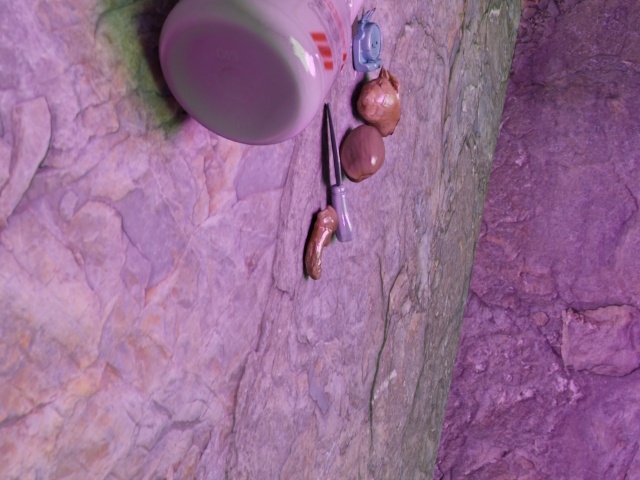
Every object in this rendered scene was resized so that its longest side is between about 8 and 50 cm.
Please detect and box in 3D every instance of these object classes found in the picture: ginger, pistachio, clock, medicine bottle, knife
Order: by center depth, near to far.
[{"bbox_3d":[-0.074,-0.333,1.124,0.256,0.256,0.325,73,31,-42],"label":"medicine bottle"},{"bbox_3d":[-0.001,0.000,1.629,0.069,0.051,0.174,53,55,-64],"label":"ginger"},{"bbox_3d":[0.040,-0.148,1.661,0.080,0.044,0.332,-109,-170,-66],"label":"knife"},{"bbox_3d":[0.100,-0.210,1.737,0.113,0.113,0.149,55,32,-56],"label":"pistachio"},{"bbox_3d":[0.116,-0.489,1.756,0.108,0.045,0.147,-41,132,-58],"label":"clock"},{"bbox_3d":[0.136,-0.322,1.810,0.122,0.115,0.193,-31,147,-26],"label":"ginger"}]

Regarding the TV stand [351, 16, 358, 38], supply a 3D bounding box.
[{"bbox_3d":[0.012,-0.541,1.458,0.083,0.088,0.270,-48,139,-50],"label":"TV stand"}]
